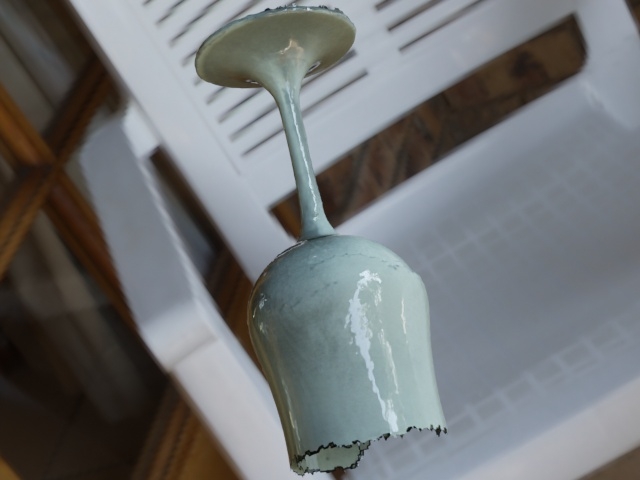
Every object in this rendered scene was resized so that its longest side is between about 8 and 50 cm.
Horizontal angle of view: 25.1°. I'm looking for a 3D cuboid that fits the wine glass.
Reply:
[{"bbox_3d":[0.000,0.000,0.627,0.079,0.079,0.196,-20,71,21],"label":"wine glass"}]
